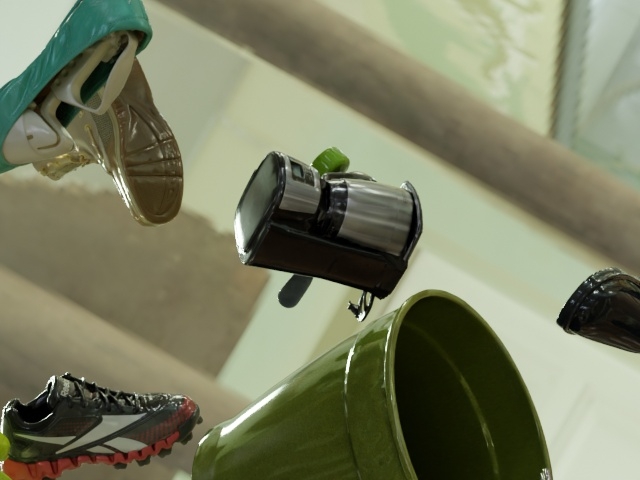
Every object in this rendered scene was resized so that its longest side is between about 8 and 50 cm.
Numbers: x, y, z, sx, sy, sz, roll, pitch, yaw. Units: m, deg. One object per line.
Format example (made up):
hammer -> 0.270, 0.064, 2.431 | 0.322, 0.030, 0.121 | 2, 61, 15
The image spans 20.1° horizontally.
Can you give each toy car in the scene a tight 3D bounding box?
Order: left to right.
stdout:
toy car -> -0.003, 0.005, 2.260 | 0.188, 0.155, 0.149 | -36, -20, -23

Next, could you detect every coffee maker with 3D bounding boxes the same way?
coffee maker -> 0.000, 0.000, 1.966 | 0.120, 0.178, 0.171 | -134, 60, -67

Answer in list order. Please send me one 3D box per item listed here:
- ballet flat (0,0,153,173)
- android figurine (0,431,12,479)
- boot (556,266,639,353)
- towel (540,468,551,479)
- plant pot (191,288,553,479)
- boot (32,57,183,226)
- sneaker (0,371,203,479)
ballet flat -> -0.247, -0.134, 1.695 | 0.247, 0.087, 0.083 | -49, -29, 11
android figurine -> -0.489, 0.320, 2.249 | 0.248, 0.273, 0.056 | -51, 15, -23
boot -> 0.426, 0.130, 2.217 | 0.246, 0.207, 0.094 | 5, -59, -55
towel -> 0.194, 0.243, 1.558 | 0.083, 0.009, 0.060 | -77, -11, -61
plant pot -> 0.045, 0.289, 2.217 | 0.353, 0.366, 0.366 | -23, 5, 29
boot -> -0.289, -0.111, 2.355 | 0.095, 0.262, 0.203 | -13, -14, -44
sneaker -> -0.298, 0.236, 2.389 | 0.097, 0.276, 0.135 | -112, 11, -66
